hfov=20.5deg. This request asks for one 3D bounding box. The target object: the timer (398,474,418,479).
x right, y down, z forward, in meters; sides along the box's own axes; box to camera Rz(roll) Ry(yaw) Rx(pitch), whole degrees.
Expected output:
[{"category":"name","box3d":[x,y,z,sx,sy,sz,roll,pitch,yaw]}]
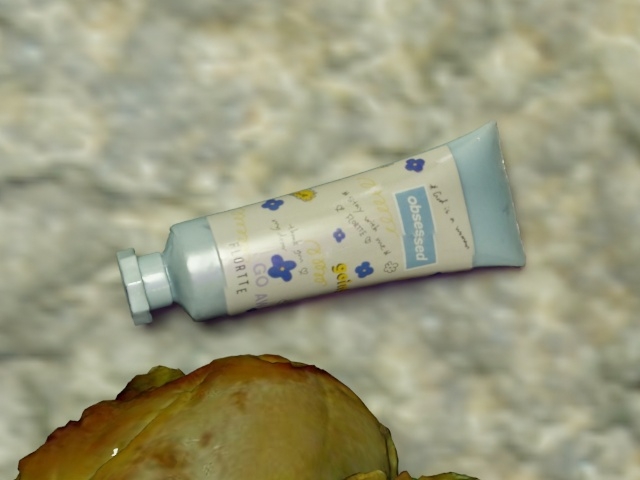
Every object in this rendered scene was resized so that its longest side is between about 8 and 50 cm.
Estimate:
[{"category":"timer","box3d":[0.041,0.176,0.765,0.140,0.047,0.128,32,90,-8]}]

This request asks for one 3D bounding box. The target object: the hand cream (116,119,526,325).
[{"category":"hand cream","box3d":[0.000,0.000,0.746,0.171,0.043,0.065,-14,98,-9]}]

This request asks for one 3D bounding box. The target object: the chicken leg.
[{"category":"chicken leg","box3d":[-0.104,0.195,0.665,0.140,0.211,0.361,42,74,-32]}]
